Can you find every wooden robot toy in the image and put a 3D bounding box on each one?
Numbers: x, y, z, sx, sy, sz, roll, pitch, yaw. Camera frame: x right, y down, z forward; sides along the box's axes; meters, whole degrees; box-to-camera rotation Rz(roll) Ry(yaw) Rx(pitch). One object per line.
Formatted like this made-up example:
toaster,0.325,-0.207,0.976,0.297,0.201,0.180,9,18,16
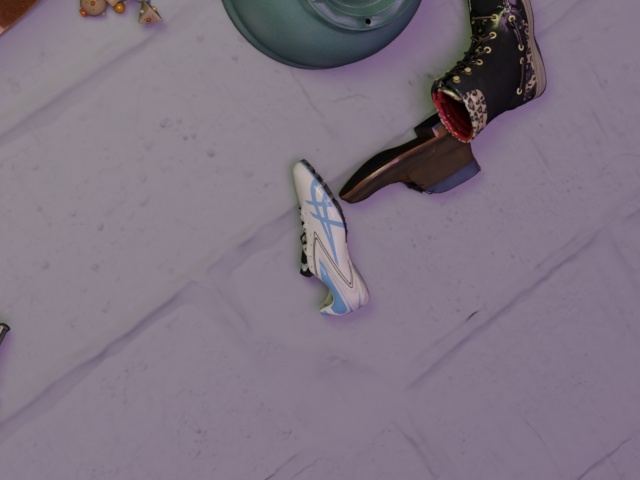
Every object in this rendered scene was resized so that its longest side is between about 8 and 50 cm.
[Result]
wooden robot toy,-0.290,-0.327,1.499,0.079,0.076,0.173,-43,111,6

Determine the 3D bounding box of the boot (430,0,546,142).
boot,0.225,-0.273,1.634,0.178,0.085,0.236,-38,116,-32

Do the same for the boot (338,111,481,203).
boot,0.136,-0.093,1.676,0.219,0.082,0.106,-35,107,-10

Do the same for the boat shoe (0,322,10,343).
boat shoe,-0.475,0.216,1.546,0.079,0.084,0.233,12,95,-19

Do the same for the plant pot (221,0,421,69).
plant pot,0.024,-0.368,1.520,0.293,0.196,0.293,-4,102,-17

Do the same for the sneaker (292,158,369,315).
sneaker,0.000,0.000,1.654,0.086,0.085,0.237,-20,104,-5

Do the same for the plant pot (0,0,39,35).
plant pot,-0.479,-0.358,1.362,0.237,0.237,0.254,-41,97,-6
